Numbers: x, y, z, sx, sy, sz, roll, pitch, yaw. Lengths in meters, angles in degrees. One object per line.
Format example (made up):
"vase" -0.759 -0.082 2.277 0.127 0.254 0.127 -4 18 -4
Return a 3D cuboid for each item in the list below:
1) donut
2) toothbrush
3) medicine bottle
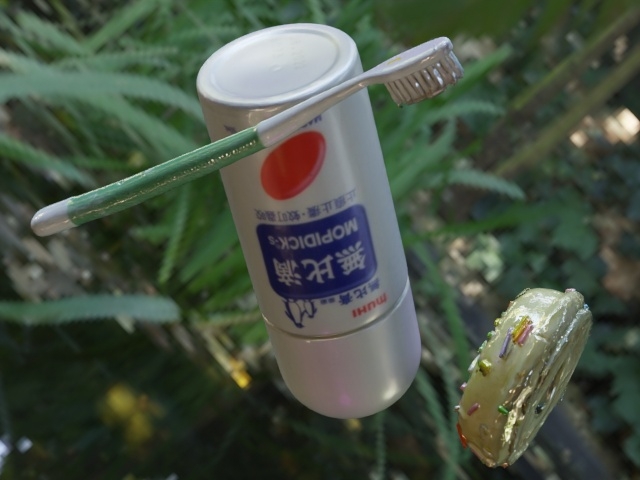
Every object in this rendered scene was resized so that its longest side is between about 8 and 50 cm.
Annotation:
"donut" 0.173 0.114 1.460 0.068 0.174 0.174 29 5 17
"toothbrush" -0.044 -0.046 0.829 0.024 0.257 0.018 56 31 -25
"medicine bottle" 0.000 0.000 1.377 0.130 0.130 0.341 -118 -168 -54
